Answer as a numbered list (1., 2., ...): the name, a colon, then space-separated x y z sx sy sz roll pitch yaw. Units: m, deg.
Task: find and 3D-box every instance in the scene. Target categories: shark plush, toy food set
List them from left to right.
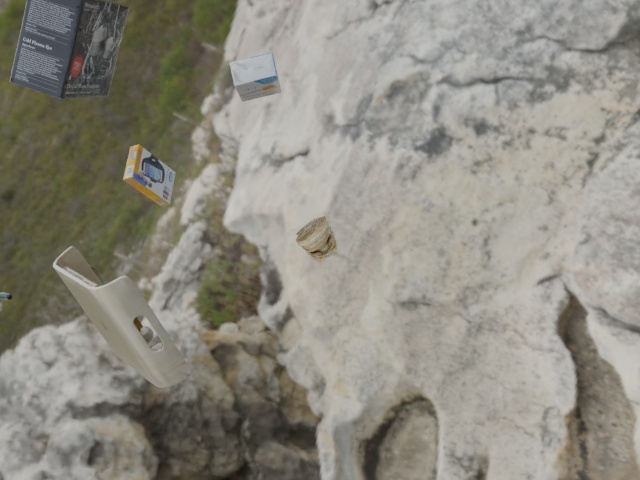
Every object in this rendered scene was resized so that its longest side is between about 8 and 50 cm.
1. shark plush: -0.693 0.116 1.569 0.161 0.067 0.073 20 80 38
2. toy food set: -0.356 0.126 1.401 0.092 0.220 0.306 -39 27 -23

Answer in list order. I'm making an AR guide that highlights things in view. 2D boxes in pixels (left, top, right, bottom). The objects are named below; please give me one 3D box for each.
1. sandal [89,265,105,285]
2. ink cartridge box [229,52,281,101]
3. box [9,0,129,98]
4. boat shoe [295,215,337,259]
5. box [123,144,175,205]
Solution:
1. sandal: -0.499 0.126 1.794 0.049 0.072 0.180 -38 68 19
2. ink cartridge box: -0.153 -0.388 1.877 0.181 0.104 0.061 71 -174 -85
3. box: -0.779 -0.622 2.430 0.343 0.179 0.312 -54 -18 -75
4. boat shoe: 0.000 0.000 1.222 0.063 0.059 0.170 -38 6 2
5. box: -0.350 -0.131 1.618 0.028 0.136 0.081 -12 60 30
